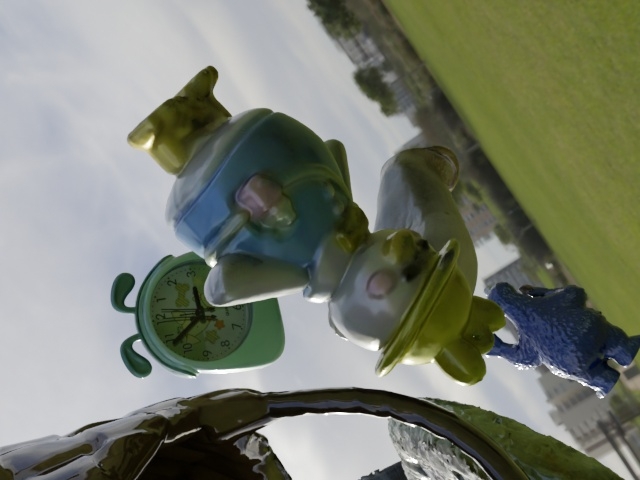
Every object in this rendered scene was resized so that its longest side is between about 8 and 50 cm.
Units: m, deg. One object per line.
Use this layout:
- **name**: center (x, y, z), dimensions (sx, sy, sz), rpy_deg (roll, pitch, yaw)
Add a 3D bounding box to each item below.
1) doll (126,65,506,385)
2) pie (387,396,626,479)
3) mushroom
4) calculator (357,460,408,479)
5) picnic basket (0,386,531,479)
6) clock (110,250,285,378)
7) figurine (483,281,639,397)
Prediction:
- **doll**: center (0.001, -0.001, 0.451), dimensions (0.241, 0.098, 0.135), rpy_deg (34, -166, 1)
- **pie**: center (0.167, 0.232, 0.585), dimensions (0.323, 0.070, 0.323), rpy_deg (37, 157, 19)
- **mushroom**: center (0.104, -0.012, 0.921), dimensions (0.328, 0.159, 0.122), rpy_deg (-78, -10, -55)
- **calculator**: center (0.169, 0.514, 1.324), dimensions (0.261, 0.161, 0.021), rpy_deg (66, -175, 24)
- **picnic basket**: center (-0.020, 0.221, 0.392), dimensions (0.337, 0.337, 0.292), rpy_deg (29, -129, -65)
- **clock**: center (-0.140, 0.082, 0.869), dimensions (0.060, 0.189, 0.148), rpy_deg (143, 119, -62)
- **figurine**: center (0.381, 0.147, 1.247), dimensions (0.262, 0.164, 0.121), rpy_deg (18, 180, 21)
